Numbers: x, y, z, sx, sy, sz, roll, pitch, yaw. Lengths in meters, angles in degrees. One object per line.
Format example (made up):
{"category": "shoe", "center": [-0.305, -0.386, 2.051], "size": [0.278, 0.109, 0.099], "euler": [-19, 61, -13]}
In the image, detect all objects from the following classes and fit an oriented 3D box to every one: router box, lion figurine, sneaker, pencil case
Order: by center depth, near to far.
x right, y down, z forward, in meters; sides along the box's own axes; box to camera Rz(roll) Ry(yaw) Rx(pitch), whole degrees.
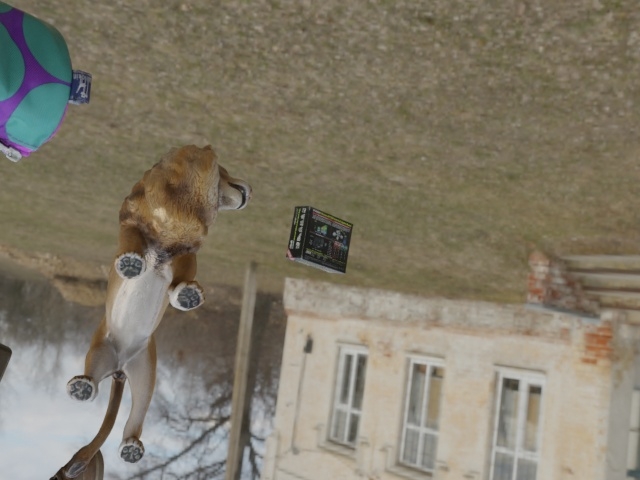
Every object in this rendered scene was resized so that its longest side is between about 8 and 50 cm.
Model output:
{"category": "pencil case", "center": [-0.173, -0.074, 0.300], "size": [0.064, 0.070, 0.152], "euler": [-12, 170, 34]}
{"category": "lion figurine", "center": [-0.220, 0.073, 0.929], "size": [0.142, 0.392, 0.240], "euler": [26, -164, -20]}
{"category": "sneaker", "center": [-0.336, 0.339, 0.946], "size": [0.071, 0.188, 0.066], "euler": [19, -168, -43]}
{"category": "router box", "center": [0.000, 0.000, 1.302], "size": [0.038, 0.092, 0.122], "euler": [1, 166, 42]}

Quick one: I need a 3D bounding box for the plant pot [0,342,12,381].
{"category": "plant pot", "center": [-0.571, 0.192, 1.035], "size": [0.187, 0.188, 0.167], "euler": [12, 156, 4]}
